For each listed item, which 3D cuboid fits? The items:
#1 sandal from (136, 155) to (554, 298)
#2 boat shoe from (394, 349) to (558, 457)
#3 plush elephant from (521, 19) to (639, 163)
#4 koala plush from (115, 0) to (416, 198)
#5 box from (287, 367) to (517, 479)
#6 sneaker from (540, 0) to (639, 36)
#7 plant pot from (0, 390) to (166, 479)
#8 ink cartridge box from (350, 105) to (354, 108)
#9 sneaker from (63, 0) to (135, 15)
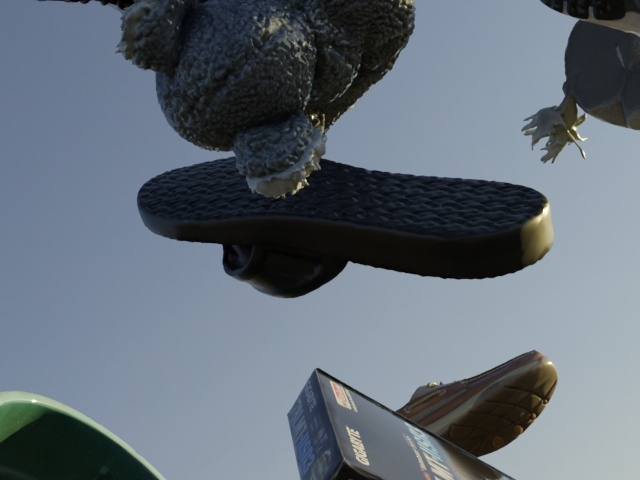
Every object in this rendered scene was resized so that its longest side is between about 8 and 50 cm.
[{"bbox_3d":[0.000,0.001,1.250,0.445,0.107,0.167,11,28,40],"label":"sandal"},{"bbox_3d":[0.168,0.237,1.878,0.324,0.116,0.123,-31,-46,-8],"label":"boat shoe"},{"bbox_3d":[0.407,-0.176,1.485,0.255,0.272,0.330,4,-31,-27],"label":"plush elephant"},{"bbox_3d":[-0.046,-0.138,0.989,0.203,0.196,0.221,-33,11,36],"label":"koala plush"},{"bbox_3d":[0.115,0.257,1.360,0.073,0.293,0.295,-58,9,6],"label":"box"},{"bbox_3d":[0.302,-0.235,1.258,0.121,0.300,0.111,-15,-45,-51],"label":"sneaker"},{"bbox_3d":[-0.304,0.381,1.328,0.334,0.341,0.341,-45,-27,8],"label":"plant pot"},{"bbox_3d":[-0.030,-0.333,1.707,0.065,0.165,0.333,-19,-61,-40],"label":"ink cartridge box"},{"bbox_3d":[-0.166,-0.209,1.174,0.106,0.281,0.162,-62,-4,28],"label":"sneaker"}]
